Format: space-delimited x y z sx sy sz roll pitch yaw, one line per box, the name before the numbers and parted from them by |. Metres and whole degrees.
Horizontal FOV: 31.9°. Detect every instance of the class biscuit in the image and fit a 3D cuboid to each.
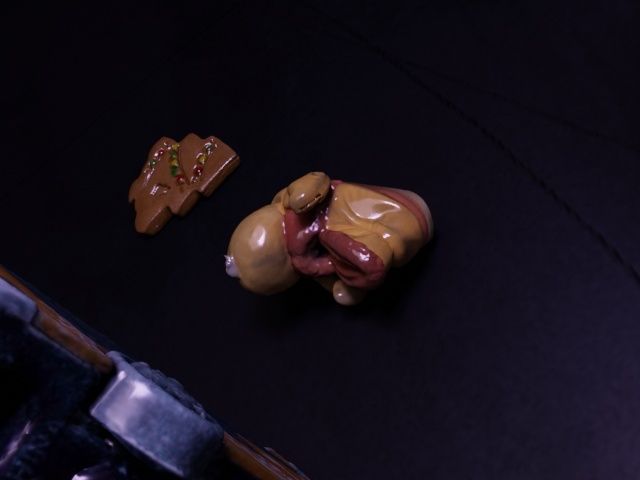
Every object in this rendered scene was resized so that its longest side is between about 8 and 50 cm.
biscuit | -0.094 -0.043 0.754 0.092 0.016 0.082 -15 49 33

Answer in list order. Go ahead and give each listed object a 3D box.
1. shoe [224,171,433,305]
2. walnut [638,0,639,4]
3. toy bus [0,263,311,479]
shoe | 0.001 -0.002 0.598 0.109 0.072 0.069 14 35 21
walnut | 0.234 -0.159 0.392 0.296 0.285 0.285 18 67 8
toy bus | -0.092 0.108 0.437 0.138 0.275 0.167 -53 40 -8
